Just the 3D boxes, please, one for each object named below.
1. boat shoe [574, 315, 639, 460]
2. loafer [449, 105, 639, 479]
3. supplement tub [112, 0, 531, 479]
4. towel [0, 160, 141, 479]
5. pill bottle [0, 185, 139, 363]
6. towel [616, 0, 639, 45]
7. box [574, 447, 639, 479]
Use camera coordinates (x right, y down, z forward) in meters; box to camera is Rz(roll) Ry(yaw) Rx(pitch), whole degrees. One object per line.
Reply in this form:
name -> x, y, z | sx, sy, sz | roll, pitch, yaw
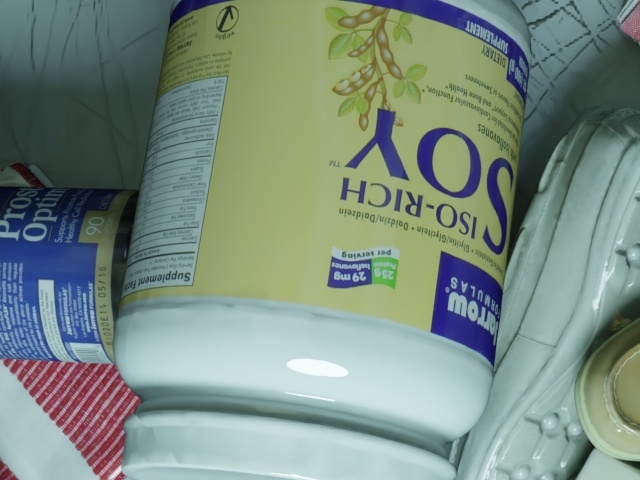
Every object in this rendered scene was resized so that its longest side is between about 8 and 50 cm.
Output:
boat shoe -> 0.298, 0.063, 1.112 | 0.285, 0.089, 0.104 | -18, 83, -7
loafer -> 0.156, 0.064, 1.195 | 0.111, 0.112, 0.319 | 32, 100, 53
supplement tub -> 0.000, 0.000, 1.139 | 0.241, 0.241, 0.331 | 4, 75, 16
towel -> -0.263, 0.131, 1.330 | 0.329, 0.037, 0.237 | -45, 76, 7
pill bottle -> -0.214, 0.023, 1.249 | 0.219, 0.123, 0.122 | 2, 85, 12
towel -> 0.315, -0.141, 1.196 | 0.197, 0.029, 0.144 | 42, 102, 13
box -> 0.270, 0.244, 1.112 | 0.275, 0.094, 0.113 | 33, 96, 28
